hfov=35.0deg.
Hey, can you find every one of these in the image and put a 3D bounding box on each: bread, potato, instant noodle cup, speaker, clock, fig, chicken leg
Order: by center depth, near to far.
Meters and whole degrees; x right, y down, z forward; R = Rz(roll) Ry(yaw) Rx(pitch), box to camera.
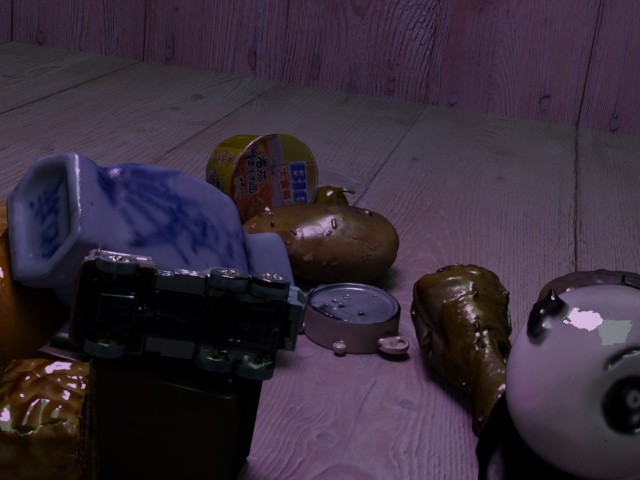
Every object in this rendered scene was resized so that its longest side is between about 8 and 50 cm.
[{"bbox_3d":[-0.267,0.224,0.979,0.096,0.222,0.181,2,24,-8],"label":"bread"},{"bbox_3d":[-0.195,0.188,1.157,0.231,0.192,0.153,13,21,6],"label":"speaker"},{"bbox_3d":[-0.388,0.067,1.393,0.183,0.236,0.388,-8,28,17],"label":"bread"},{"bbox_3d":[0.224,0.163,1.425,0.153,0.201,0.429,-22,26,5],"label":"chicken leg"},{"bbox_3d":[0.048,0.118,1.602,0.156,0.063,0.229,-11,25,-42],"label":"clock"},{"bbox_3d":[0.000,0.000,1.805,0.296,0.141,0.191,0,18,-9],"label":"potato"},{"bbox_3d":[-0.130,-0.130,2.055,0.205,0.205,0.153,-8,18,-34],"label":"instant noodle cup"},{"bbox_3d":[0.020,-0.083,2.101,0.084,0.098,0.082,28,45,0],"label":"fig"}]

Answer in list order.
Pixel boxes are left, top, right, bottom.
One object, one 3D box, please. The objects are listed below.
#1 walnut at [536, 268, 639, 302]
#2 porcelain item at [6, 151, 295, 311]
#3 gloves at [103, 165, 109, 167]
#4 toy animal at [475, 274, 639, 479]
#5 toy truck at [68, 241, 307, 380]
[{"bbox_3d":[0.405,0.140,1.466,0.224,0.224,0.224,6,20,-2],"label":"walnut"},{"bbox_3d":[-0.218,0.027,1.375,0.405,0.178,0.242,23,45,-47],"label":"porcelain item"},{"bbox_3d":[-0.407,-0.099,2.042,0.119,0.097,0.229,32,5,-22],"label":"gloves"},{"bbox_3d":[0.292,0.196,1.101,0.251,0.310,0.251,7,20,-3],"label":"toy animal"},{"bbox_3d":[-0.134,0.070,1.089,0.257,0.108,0.140,8,10,-13],"label":"toy truck"}]
